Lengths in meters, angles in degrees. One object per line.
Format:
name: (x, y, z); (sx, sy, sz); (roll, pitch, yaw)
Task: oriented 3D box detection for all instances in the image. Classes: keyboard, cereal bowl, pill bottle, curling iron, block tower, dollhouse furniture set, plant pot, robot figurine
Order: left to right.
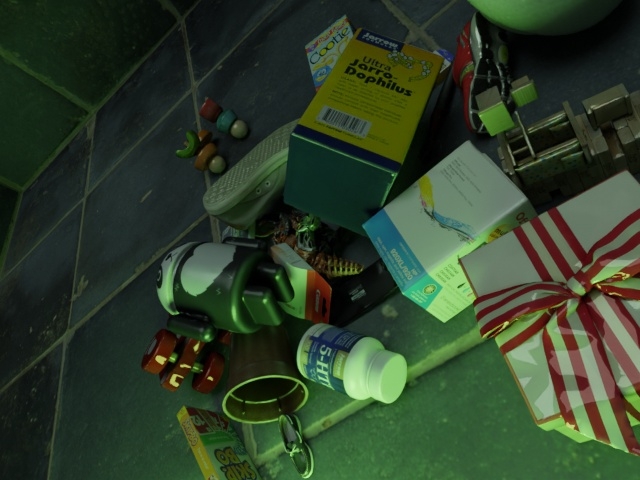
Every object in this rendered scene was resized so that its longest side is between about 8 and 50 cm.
robot figurine: (-0.197, 0.090, 0.907); (0.278, 0.209, 0.174); (7, 99, 24)
plant pot: (-0.121, 0.260, 0.930); (0.167, 0.167, 0.165); (-37, 38, 17)
pill bottle: (0.057, 0.225, 0.822); (0.186, 0.112, 0.112); (7, 69, 43)
keyboard: (0.081, 0.104, 0.940); (0.192, 0.038, 0.100); (-37, 63, 21)
curling iron: (0.271, -0.285, 0.998); (0.068, 0.035, 0.274); (135, 158, -69)
cereal bowl: (0.410, -0.510, 0.875); (0.338, 0.141, 0.339); (4, 56, -6)
dollhouse furniture set: (0.347, -0.173, 0.648); (0.181, 0.161, 0.101); (-24, 52, 31)
block tower: (0.473, -0.161, 0.716); (0.335, 0.097, 0.091); (-22, 52, 32)

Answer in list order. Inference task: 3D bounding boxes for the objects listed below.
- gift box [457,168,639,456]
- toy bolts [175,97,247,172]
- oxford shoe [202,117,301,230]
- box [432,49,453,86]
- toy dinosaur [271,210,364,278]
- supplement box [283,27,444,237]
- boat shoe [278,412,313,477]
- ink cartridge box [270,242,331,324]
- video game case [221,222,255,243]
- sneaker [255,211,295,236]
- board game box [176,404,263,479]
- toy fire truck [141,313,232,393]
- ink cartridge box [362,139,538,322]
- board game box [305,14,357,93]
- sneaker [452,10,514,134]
gift box: (0.354, 0.101, 0.538); (0.255, 0.258, 0.277); (-37, 45, 19)
toy bolts: (-0.350, -0.345, 1.540); (0.229, 0.158, 0.218); (-57, 2, 11)
oxford shoe: (-0.110, -0.190, 1.187); (0.449, 0.130, 0.169); (-45, 37, -21)
box: (0.260, -0.403, 1.092); (0.136, 0.028, 0.081); (-37, 46, 15)
toy dinosaur: (0.000, 0.000, 1.011); (0.321, 0.164, 0.219); (28, 98, 33)
supplement box: (0.089, -0.222, 0.896); (0.195, 0.194, 0.357); (22, 57, 6)
boat shoe: (-0.050, 0.392, 0.865); (0.046, 0.038, 0.125); (-38, 46, 16)
ink cartridge box: (-0.048, 0.111, 0.960); (0.179, 0.045, 0.146); (43, 140, 42)
video game case: (-0.228, 0.015, 1.223); (0.173, 0.022, 0.191); (-38, 43, 41)
sneaker: (-0.140, -0.053, 1.193); (0.157, 0.065, 0.061); (-11, 58, 36)
board game box: (-0.191, 0.438, 0.895); (0.039, 0.124, 0.259); (-51, 44, 2)
toy fire truck: (-0.321, 0.219, 1.131); (0.302, 0.169, 0.254); (-62, 25, -7)
ink cartridge box: (0.233, -0.010, 0.771); (0.232, 0.171, 0.168); (-40, 46, 15)
board game box: (0.072, -0.437, 1.188); (0.142, 0.144, 0.276); (-30, 50, 23)
sneaker: (0.336, -0.342, 0.954); (0.118, 0.107, 0.279); (147, 132, -67)
